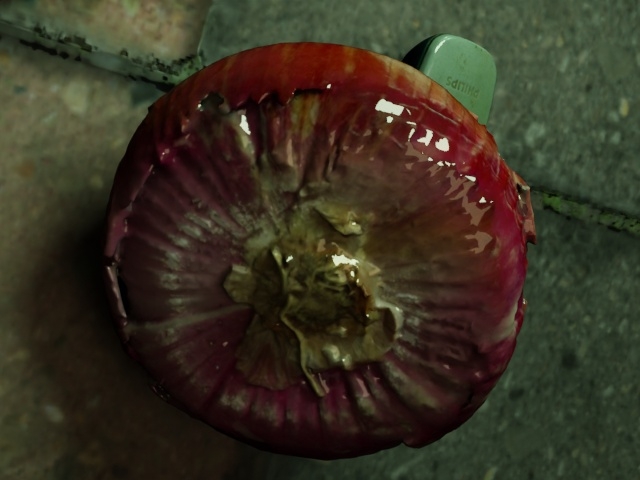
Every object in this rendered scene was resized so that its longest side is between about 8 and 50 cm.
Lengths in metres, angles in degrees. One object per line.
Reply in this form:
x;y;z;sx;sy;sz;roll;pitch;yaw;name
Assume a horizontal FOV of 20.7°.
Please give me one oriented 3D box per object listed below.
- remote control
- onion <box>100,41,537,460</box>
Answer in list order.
0.044;-0.011;1.006;0.072;0.042;0.222;19;91;-38;remote control
0.000;0.000;0.906;0.230;0.163;0.230;2;113;4;onion
